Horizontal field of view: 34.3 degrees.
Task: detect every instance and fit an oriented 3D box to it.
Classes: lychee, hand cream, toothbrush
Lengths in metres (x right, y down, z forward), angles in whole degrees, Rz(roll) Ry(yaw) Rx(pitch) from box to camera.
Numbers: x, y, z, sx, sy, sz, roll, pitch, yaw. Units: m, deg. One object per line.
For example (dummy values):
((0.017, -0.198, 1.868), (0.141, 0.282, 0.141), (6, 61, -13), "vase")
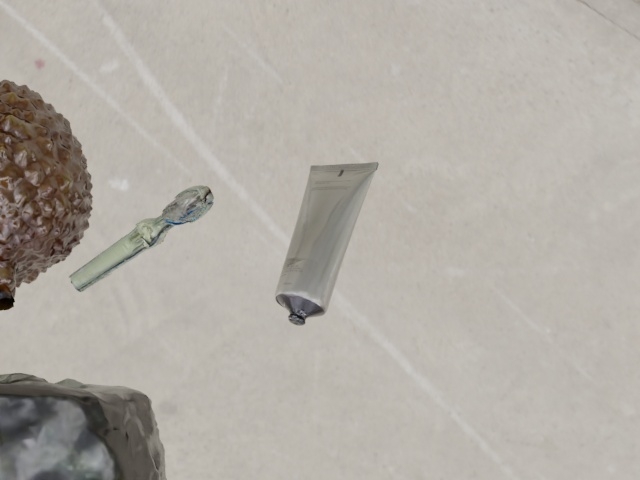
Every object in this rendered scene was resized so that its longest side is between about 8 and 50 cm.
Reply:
((-0.306, -0.041, 0.971), (0.200, 0.238, 0.200), (-7, 150, -4), "lychee")
((0.000, 0.000, 1.064), (0.087, 0.186, 0.054), (0, 151, 35), "hand cream")
((-0.162, 0.004, 0.895), (0.028, 0.294, 0.026), (-33, 93, -33), "toothbrush")

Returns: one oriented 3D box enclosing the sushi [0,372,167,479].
((-0.246, 0.153, 0.512), (0.349, 0.211, 0.171), (0, 78, 1), "sushi")
